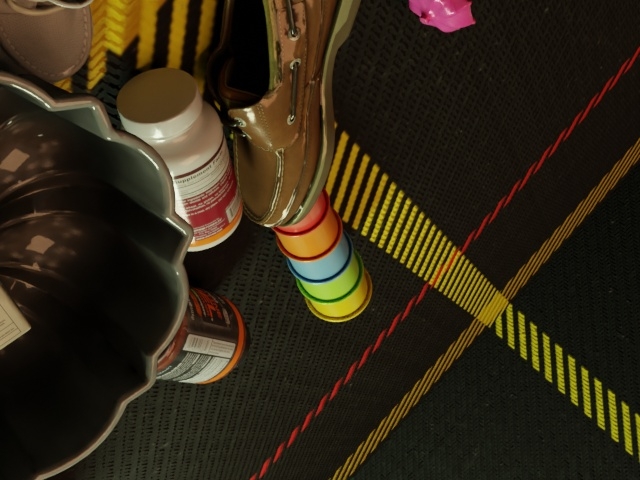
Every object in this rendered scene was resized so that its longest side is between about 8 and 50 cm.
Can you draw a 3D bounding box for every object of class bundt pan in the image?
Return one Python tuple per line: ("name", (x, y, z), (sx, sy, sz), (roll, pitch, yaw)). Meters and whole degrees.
("bundt pan", (-0.254, 0.029, 0.531), (0.331, 0.124, 0.331), (-24, 132, -30))

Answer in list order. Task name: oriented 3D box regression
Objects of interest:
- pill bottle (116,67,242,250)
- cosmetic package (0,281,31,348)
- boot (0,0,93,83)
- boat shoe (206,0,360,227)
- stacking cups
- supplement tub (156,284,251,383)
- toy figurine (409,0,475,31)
("pill bottle", (-0.119, -0.067, 0.703), (0.086, 0.086, 0.152), (-37, 147, -20))
("cosmetic package", (-0.208, 0.017, 0.438), (0.060, 0.041, 0.115), (-34, 137, -19))
("boot", (-0.166, -0.151, 0.457), (0.095, 0.123, 0.258), (-40, 155, -14))
("boat shoe", (-0.050, -0.134, 0.713), (0.104, 0.111, 0.307), (-22, 137, -36))
("stacking cups", (0.000, 0.000, 1.005), (0.096, 0.096, 0.316), (-42, 155, -11))
("supplement tub", (-0.148, 0.099, 0.899), (0.106, 0.106, 0.198), (-49, 157, 5))
("toy figurine", (0.154, -0.284, 0.835), (0.159, 0.130, 0.173), (-45, -175, 30))
